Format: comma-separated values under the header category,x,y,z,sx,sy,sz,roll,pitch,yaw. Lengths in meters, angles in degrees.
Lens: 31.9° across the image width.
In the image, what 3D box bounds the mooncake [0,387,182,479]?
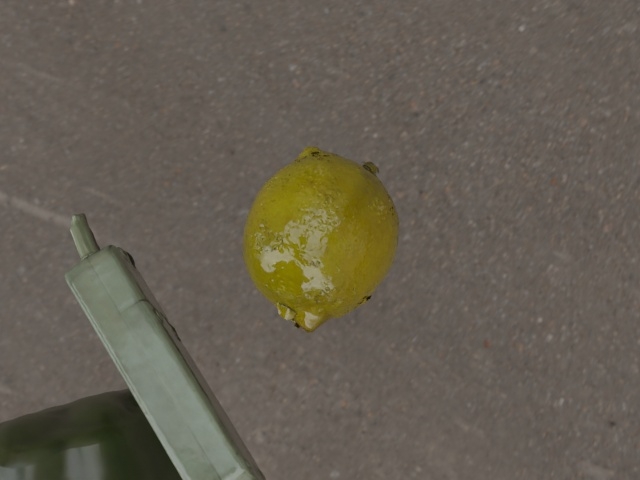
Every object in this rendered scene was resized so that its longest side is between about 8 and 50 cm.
category,x,y,z,sx,sy,sz,roll,pitch,yaw
mooncake,-0.248,0.260,1.090,0.356,0.356,0.194,-18,82,28

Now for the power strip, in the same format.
category,x,y,z,sx,sy,sz,roll,pitch,yaw
power strip,-0.138,0.095,0.923,0.053,0.093,0.288,-34,69,-4

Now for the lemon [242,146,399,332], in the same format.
category,x,y,z,sx,sy,sz,roll,pitch,yaw
lemon,0.000,0.000,1.246,0.173,0.173,0.206,8,73,21
